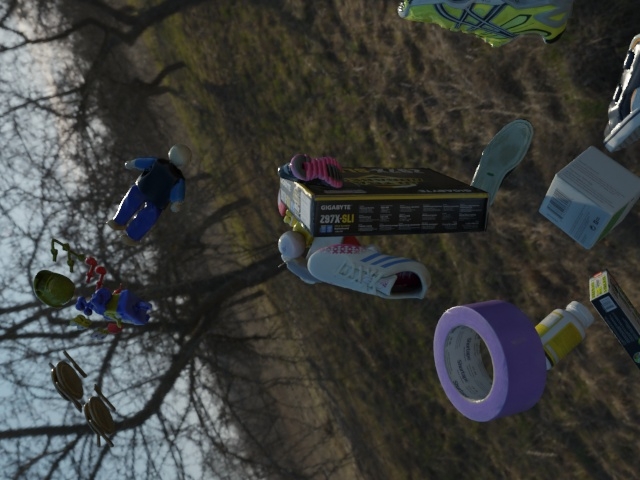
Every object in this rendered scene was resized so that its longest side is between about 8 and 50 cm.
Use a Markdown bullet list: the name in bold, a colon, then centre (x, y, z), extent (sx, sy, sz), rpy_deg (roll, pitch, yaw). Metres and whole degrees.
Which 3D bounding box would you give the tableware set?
- **tableware set**: centre (-0.486, 0.326, 1.227), extent (0.194, 0.039, 0.128), rpy_deg (62, 177, -27)

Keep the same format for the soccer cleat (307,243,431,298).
- **soccer cleat**: centre (0.128, 0.086, 1.591), extent (0.143, 0.331, 0.116), rpy_deg (-78, -6, -69)

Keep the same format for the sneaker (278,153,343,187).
- **sneaker**: centre (-0.015, -0.101, 0.916), extent (0.057, 0.119, 0.047), rpy_deg (-15, 73, 41)

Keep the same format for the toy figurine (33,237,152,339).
- **toy figurine**: centre (-0.557, 0.143, 1.629), extent (0.362, 0.217, 0.191), rpy_deg (63, -147, -57)

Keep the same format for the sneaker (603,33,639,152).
- **sneaker**: centre (0.596, -0.294, 1.065), extent (0.127, 0.126, 0.321), rpy_deg (58, 150, 19)

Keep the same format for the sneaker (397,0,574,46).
- **sneaker**: centre (0.357, -0.502, 1.346), extent (0.384, 0.145, 0.147), rpy_deg (8, 129, 24)

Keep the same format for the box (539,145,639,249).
- **box**: centre (0.408, -0.064, 0.916), extent (0.102, 0.087, 0.101), rpy_deg (44, 160, 25)

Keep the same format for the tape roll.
- **tape roll**: centre (0.274, 0.196, 0.999), extent (0.189, 0.080, 0.189), rpy_deg (174, 90, -66)

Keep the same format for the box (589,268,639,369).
- **box**: centre (0.548, 0.159, 1.064), extent (0.207, 0.036, 0.114), rpy_deg (54, -151, -2)

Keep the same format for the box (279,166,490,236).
- **box**: centre (0.105, -0.079, 1.120), extent (0.257, 0.322, 0.079), rpy_deg (-134, 45, -69)

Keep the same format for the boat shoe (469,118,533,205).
- **boat shoe**: centre (0.405, -0.182, 1.380), extent (0.084, 0.079, 0.233), rpy_deg (28, 128, 6)

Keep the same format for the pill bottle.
- **pill bottle**: centre (0.628, 0.247, 1.602), extent (0.103, 0.184, 0.103), rpy_deg (50, 174, 7)

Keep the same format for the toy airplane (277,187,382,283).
- **toy airplane**: centre (0.000, 0.000, 1.895), extent (0.384, 0.272, 0.386), rpy_deg (15, 124, 53)

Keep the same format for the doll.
- **doll**: centre (-0.278, -0.084, 0.999), extent (0.129, 0.189, 0.046), rpy_deg (46, -164, 14)
